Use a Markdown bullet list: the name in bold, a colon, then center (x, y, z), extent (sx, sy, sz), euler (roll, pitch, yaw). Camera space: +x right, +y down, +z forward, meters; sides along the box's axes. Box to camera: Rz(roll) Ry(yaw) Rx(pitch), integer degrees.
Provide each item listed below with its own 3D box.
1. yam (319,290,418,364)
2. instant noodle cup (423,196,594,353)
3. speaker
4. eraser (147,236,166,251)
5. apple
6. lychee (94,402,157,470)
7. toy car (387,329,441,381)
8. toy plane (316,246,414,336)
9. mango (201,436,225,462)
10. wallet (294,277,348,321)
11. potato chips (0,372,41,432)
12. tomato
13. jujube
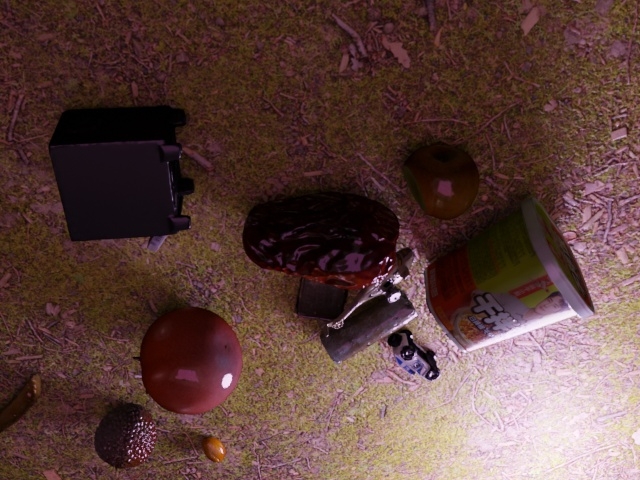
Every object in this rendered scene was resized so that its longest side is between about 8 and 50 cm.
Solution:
- **yam**: center (0.122, 0.215, 1.872), extent (0.259, 0.093, 0.093), euler (-33, 119, 15)
- **instant noodle cup**: center (0.420, 0.099, 1.727), extent (0.308, 0.293, 0.294), euler (-30, 120, 23)
- **speaker**: center (-0.399, -0.144, 1.550), extent (0.254, 0.184, 0.232), euler (-4, 124, -5)
- **eraser**: center (-0.353, -0.033, 1.701), extent (0.029, 0.052, 0.122), euler (29, 118, -19)
- **apple**: center (0.260, -0.123, 1.628), extent (0.163, 0.146, 0.147), euler (0, 127, -6)
- **lychee**: center (-0.517, 0.525, 1.990), extent (0.165, 0.165, 0.197), euler (17, 121, -14)
- **toy car**: center (0.238, 0.299, 1.939), extent (0.070, 0.080, 0.171), euler (-39, 118, 20)
- **toy plane**: center (0.113, 0.120, 1.784), extent (0.286, 0.092, 0.108), euler (-47, 137, 12)
- **mango**: center (-0.303, 0.587, 2.115), extent (0.060, 0.046, 0.089), euler (-27, 116, 14)
- **wallet**: center (0.012, 0.095, 1.822), extent (0.122, 0.031, 0.232), euler (8, 120, -5)
- **potato chips**: center (-0.866, 0.480, 2.003), extent (0.407, 0.057, 0.080), euler (-35, 105, 18)
- **tomato**: center (-0.310, 0.287, 1.801), extent (0.225, 0.255, 0.256), euler (-22, 123, 29)
- **jujube**: center (0.000, 0.000, 1.663), extent (0.342, 0.216, 0.216), euler (6, 123, 0)
